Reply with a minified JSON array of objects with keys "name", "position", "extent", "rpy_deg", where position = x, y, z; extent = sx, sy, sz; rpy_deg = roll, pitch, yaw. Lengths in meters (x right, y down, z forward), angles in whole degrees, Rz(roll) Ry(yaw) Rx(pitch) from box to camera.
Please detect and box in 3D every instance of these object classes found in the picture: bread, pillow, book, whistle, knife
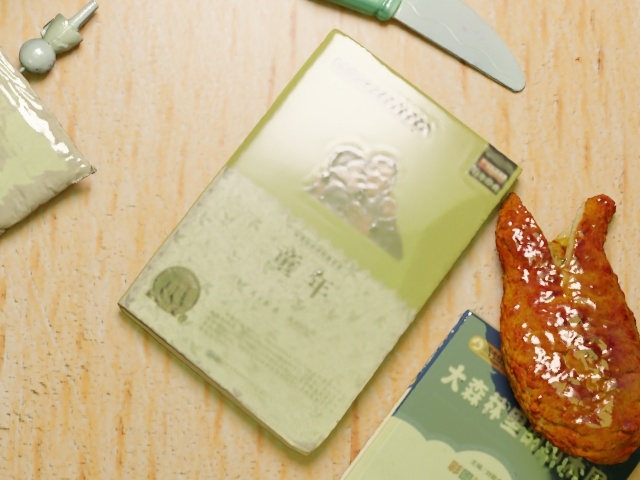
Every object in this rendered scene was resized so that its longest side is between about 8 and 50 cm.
[{"name":"bread","position":[0.239,0.077,1.095],"extent":[0.139,0.095,0.269],"rpy_deg":[-4,79,-12]},{"name":"pillow","position":[-0.336,-0.116,1.094],"extent":[0.148,0.050,0.230],"rpy_deg":[-36,93,4]},{"name":"book","position":[0.000,0.000,1.119],"extent":[0.239,0.035,0.352],"rpy_deg":[37,85,1]},{"name":"whistle","position":[-0.251,-0.194,1.112],"extent":[0.100,0.035,0.035],"rpy_deg":[-44,90,-6]},{"name":"knife","position":[0.094,-0.227,1.144],"extent":[0.260,0.034,0.063],"rpy_deg":[25,79,-8]},{"name":"book","position":[0.136,0.259,1.122],"extent":[0.228,0.018,0.322],"rpy_deg":[37,85,-2]}]
